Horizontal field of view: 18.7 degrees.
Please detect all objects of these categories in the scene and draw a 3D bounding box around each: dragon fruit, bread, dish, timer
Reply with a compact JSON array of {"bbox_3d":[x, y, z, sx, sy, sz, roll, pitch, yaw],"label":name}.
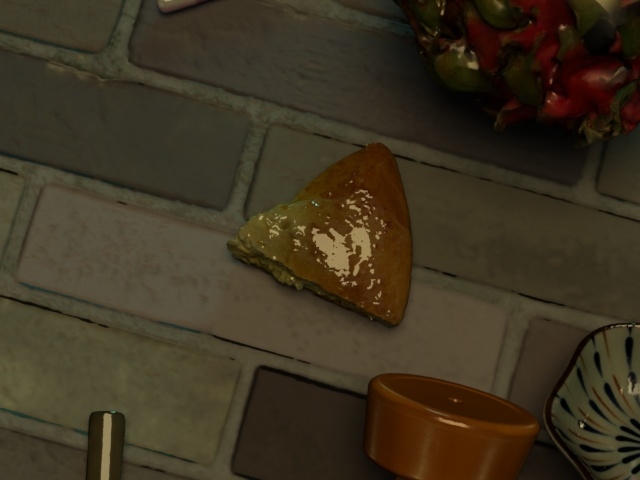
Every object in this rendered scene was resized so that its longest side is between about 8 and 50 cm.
[{"bbox_3d":[0.173,-0.212,1.504,0.237,0.231,0.302,-47,71,20],"label":"dragon fruit"},{"bbox_3d":[0.023,0.011,1.523,0.154,0.054,0.136,-33,80,-9],"label":"bread"},{"bbox_3d":[0.261,0.151,1.470,0.191,0.066,0.190,1,51,-2],"label":"dish"},{"bbox_3d":[0.082,0.190,1.452,0.132,0.132,0.152,15,98,2],"label":"timer"}]

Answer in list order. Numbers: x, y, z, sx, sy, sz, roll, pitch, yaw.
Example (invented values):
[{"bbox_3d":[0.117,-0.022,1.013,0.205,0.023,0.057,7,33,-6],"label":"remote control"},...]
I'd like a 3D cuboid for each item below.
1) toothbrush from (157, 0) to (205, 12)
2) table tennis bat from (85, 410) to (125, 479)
[{"bbox_3d":[0.001,-0.237,1.612,0.286,0.020,0.025,-17,66,-8],"label":"toothbrush"},{"bbox_3d":[-0.167,0.246,1.461,0.131,0.022,0.234,3,75,-1],"label":"table tennis bat"}]
